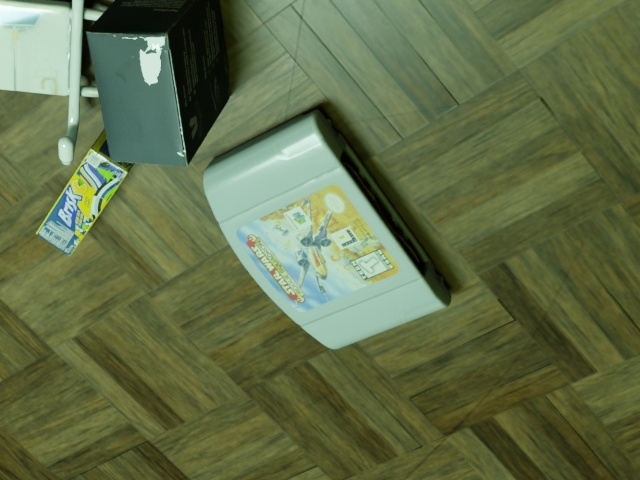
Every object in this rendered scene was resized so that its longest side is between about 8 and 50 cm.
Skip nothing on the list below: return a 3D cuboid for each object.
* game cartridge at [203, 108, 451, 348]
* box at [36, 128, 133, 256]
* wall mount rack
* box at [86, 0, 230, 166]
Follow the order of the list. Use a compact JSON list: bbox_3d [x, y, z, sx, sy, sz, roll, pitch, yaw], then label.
[{"bbox_3d":[0.000,0.000,1.431,0.198,0.062,0.297,-26,115,26],"label":"game cartridge"},{"bbox_3d":[-0.286,-0.060,1.463,0.054,0.059,0.169,34,127,-11],"label":"box"},{"bbox_3d":[-0.363,-0.231,1.270,0.349,0.130,0.304,5,128,-8],"label":"wall mount rack"},{"bbox_3d":[-0.169,-0.187,1.275,0.093,0.158,0.156,5,126,13],"label":"box"}]
